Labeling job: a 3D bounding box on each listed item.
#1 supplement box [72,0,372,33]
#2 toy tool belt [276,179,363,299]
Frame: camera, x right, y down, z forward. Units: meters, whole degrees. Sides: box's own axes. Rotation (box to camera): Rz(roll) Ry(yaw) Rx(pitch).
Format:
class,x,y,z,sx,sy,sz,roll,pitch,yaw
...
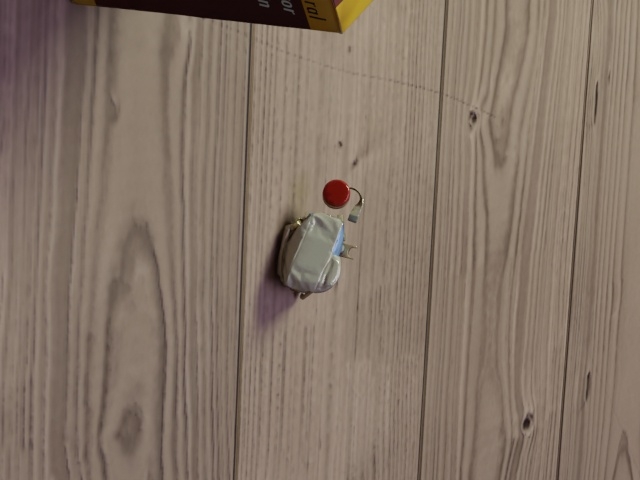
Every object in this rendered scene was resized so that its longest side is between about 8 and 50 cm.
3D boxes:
class,x,y,z,sx,sy,sz,roll,pitch,yaw
supplement box,-0.057,-0.234,1.028,0.129,0.194,0.191,-50,136,-36
toy tool belt,0.000,0.000,1.318,0.051,0.052,0.083,87,22,-82
